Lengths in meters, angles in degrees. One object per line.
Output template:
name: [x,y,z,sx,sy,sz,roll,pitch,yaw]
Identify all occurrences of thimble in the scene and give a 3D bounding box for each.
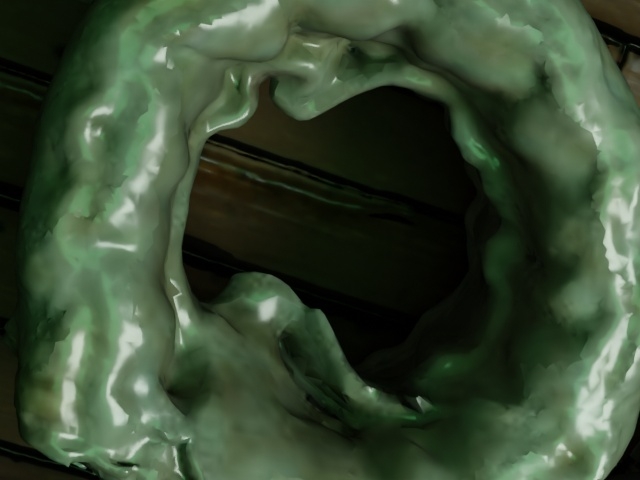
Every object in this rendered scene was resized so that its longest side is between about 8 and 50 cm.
thimble: [0.000,0.000,0.559,0.292,0.195,0.291,-1,97,-7]

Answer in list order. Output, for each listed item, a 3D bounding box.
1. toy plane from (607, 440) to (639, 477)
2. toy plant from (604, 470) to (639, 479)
toy plane: [0.148,0.152,0.695,0.120,0.031,0.049,-47,109,0]
toy plant: [0.101,0.212,0.575,0.400,0.279,0.185,-15,90,-4]
